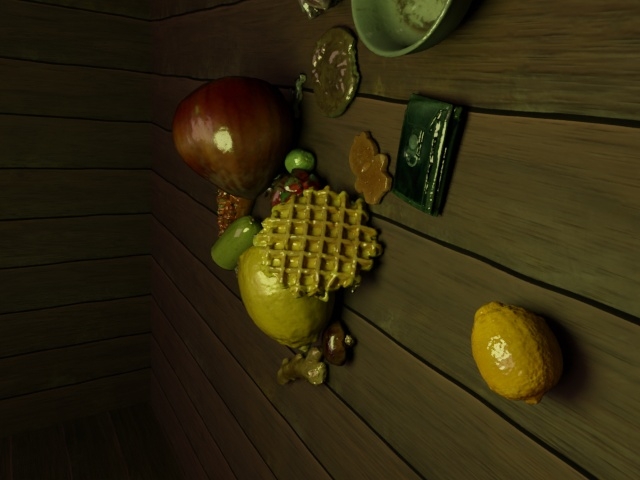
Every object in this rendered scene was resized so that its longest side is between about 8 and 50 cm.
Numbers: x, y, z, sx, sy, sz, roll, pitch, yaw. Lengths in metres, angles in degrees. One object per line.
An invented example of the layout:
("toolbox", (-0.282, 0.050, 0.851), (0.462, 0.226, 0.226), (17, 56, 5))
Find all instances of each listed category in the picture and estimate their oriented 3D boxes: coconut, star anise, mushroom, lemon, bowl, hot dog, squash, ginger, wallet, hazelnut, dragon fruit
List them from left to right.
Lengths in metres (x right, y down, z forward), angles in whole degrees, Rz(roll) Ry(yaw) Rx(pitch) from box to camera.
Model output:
("hot dog", (-0.330, -0.150, 1.824), (0.158, 0.117, 0.348), (61, 140, 33))
("hazelnut", (-0.256, -0.308, 1.443), (0.409, 0.360, 0.358), (38, -135, -86))
("squash", (-0.294, -0.002, 1.775), (0.247, 0.133, 0.132), (-40, 60, 36))
("lemon", (-0.088, 0.129, 1.343), (0.316, 0.285, 0.285), (41, 136, 5))
("dragon fruit", (-0.065, -0.117, 1.379), (0.188, 0.182, 0.182), (60, 142, 8))
("coconut", (-0.062, -0.232, 1.430), (0.096, 0.088, 0.087), (-7, 88, 51))
("ginger", (-0.067, 0.420, 1.549), (0.299, 0.065, 0.117), (-35, 52, 52))
("star anise", (-0.021, -0.702, 1.279), (0.257, 0.111, 0.198), (-110, 8, -49))
("mushroom", (0.047, 0.291, 1.355), (0.127, 0.087, 0.127), (-179, 90, -81))
("wallet", (0.219, -0.186, 1.039), (0.160, 0.055, 0.235), (44, 130, 54))
("bowl", (0.202, -0.499, 0.933), (0.289, 0.146, 0.289), (13, 106, 54))
("lemon", (0.335, 0.188, 0.833), (0.142, 0.142, 0.187), (-56, 45, 44))

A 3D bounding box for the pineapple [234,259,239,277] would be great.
("pineapple", (-0.193, 0.079, 1.560), (0.083, 0.221, 0.103), (-30, 77, 38))

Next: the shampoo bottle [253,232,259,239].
("shampoo bottle", (-0.121, 0.108, 1.514), (0.071, 0.153, 0.283), (3, 103, 55))

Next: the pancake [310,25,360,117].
("pancake", (0.032, -0.452, 1.295), (0.222, 0.042, 0.236), (26, 116, 51))

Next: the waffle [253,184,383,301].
("waffle", (-0.010, 0.006, 1.204), (0.062, 0.330, 0.328), (91, 163, -72))

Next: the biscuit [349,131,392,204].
("biscuit", (0.122, -0.179, 1.209), (0.184, 0.027, 0.133), (60, 141, 35))

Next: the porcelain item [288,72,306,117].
("porcelain item", (-0.080, -0.452, 1.483), (0.075, 0.021, 0.136), (41, 128, 46))

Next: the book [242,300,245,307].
("book", (-0.243, 0.187, 1.821), (0.161, 0.027, 0.230), (43, 129, 46))
